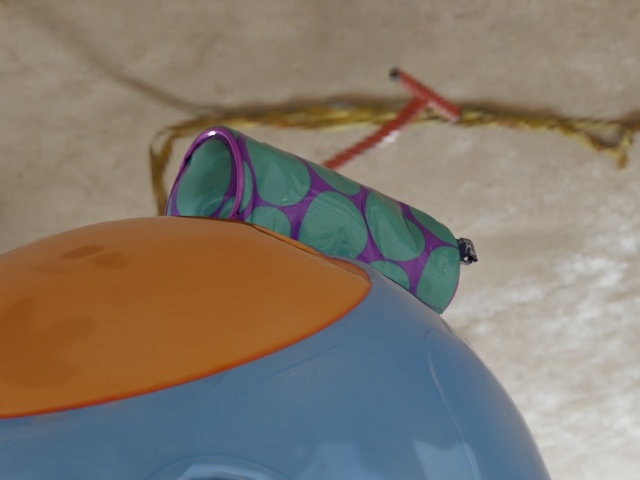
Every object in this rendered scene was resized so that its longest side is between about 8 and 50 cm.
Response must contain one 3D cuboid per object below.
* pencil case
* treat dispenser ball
[{"bbox_3d":[0.000,0.000,0.693,0.151,0.070,0.064,22,120,-36],"label":"pencil case"},{"bbox_3d":[-0.052,0.134,0.533,0.288,0.288,0.288,-6,154,-3],"label":"treat dispenser ball"}]
